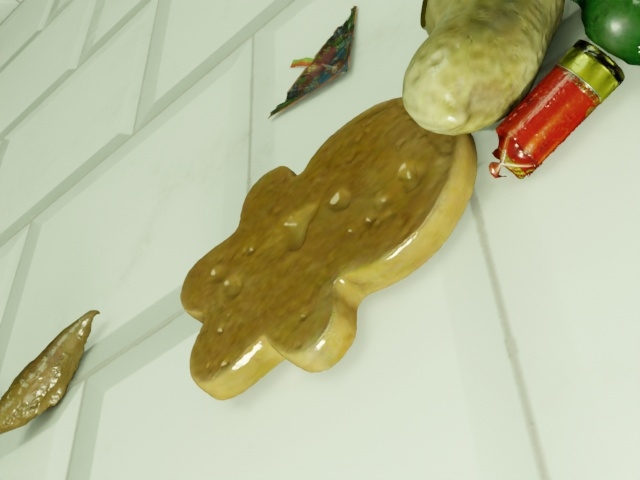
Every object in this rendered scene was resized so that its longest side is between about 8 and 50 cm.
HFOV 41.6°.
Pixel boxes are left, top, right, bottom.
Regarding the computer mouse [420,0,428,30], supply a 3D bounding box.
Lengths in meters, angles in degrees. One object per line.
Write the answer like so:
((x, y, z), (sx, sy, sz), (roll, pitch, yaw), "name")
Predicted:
((0.182, -0.287, 0.882), (0.199, 0.045, 0.102), (-17, 49, 42), "computer mouse")

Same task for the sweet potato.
((-0.351, 0.174, 1.087), (0.068, 0.060, 0.205), (30, 80, 19), "sweet potato")

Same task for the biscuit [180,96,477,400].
((0.002, 0.001, 0.821), (0.355, 0.052, 0.275), (-41, 37, 13), "biscuit")

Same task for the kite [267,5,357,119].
((-0.001, -0.225, 1.077), (0.190, 0.010, 0.159), (-51, 31, -1), "kite")

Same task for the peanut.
((0.142, -0.180, 0.744), (0.236, 0.120, 0.110), (-57, 3, -30), "peanut")

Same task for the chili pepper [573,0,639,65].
((0.263, -0.245, 0.667), (0.148, 0.116, 0.264), (-6, 53, 4), "chili pepper")

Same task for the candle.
((0.187, -0.102, 0.695), (0.130, 0.052, 0.052), (-48, 33, 9), "candle")
